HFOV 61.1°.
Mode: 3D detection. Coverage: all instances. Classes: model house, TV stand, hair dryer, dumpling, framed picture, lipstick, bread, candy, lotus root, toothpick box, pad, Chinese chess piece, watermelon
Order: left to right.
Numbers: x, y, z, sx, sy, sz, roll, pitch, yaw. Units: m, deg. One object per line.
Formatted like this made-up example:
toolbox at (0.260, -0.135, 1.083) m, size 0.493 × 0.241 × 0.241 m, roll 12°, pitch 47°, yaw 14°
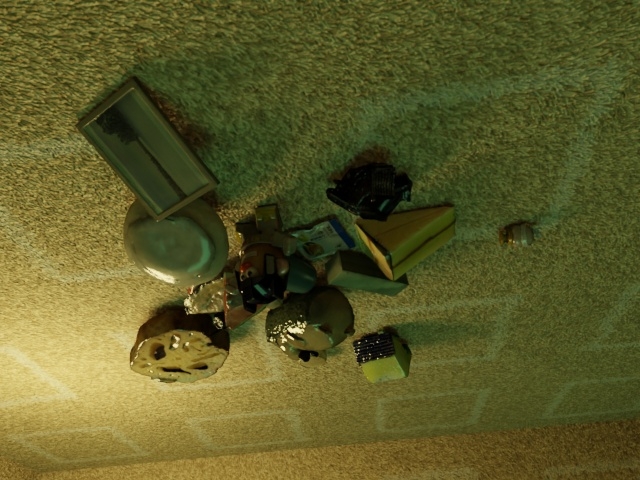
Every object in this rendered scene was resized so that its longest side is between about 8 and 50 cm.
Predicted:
framed picture at (-0.397, -0.197, 1.245) m, size 0.213 × 0.016 × 0.289 m, roll -26°, pitch 113°, yaw 27°
candy at (-0.385, -0.005, 1.464) m, size 0.296 × 0.185 × 0.295 m, roll 3°, pitch 118°, yaw 5°
lotus root at (-0.535, 0.412, 2.040) m, size 0.375 × 0.111 × 0.390 m, roll -18°, pitch 139°, yaw -1°
lipstick at (-0.413, 0.142, 1.793) m, size 0.038 × 0.038 × 0.130 m, roll 8°, pitch 142°, yaw -16°
hair dryer at (-0.344, 0.269, 1.913) m, size 0.195 × 0.050 × 0.173 m, roll -19°, pitch -178°, yaw 40°
dumpling at (-0.297, 0.161, 1.792) m, size 0.332 × 0.086 × 0.166 m, roll -6°, pitch 124°, yaw 4°
watermelon at (-0.228, 0.179, 1.693) m, size 0.146 × 0.128 × 0.231 m, roll -4°, pitch 148°, yaw -12°
pad at (-0.247, 0.290, 1.986) m, size 0.250 × 0.055 × 0.323 m, roll -28°, pitch 161°, yaw 20°
toothpick box at (-0.104, 0.098, 1.700) m, size 0.120 × 0.120 × 0.184 m, roll -33°, pitch 138°, yaw 33°
Chinese chess piece at (-0.034, 0.498, 2.311) m, size 0.122 × 0.051 × 0.122 m, roll -2°, pitch 142°, yaw -2°
TV stand at (0.152, 0.111, 1.758) m, size 0.270 × 0.082 × 0.088 m, roll 15°, pitch 137°, yaw -30°
model house at (0.145, -0.140, 1.423) m, size 0.203 × 0.141 × 0.164 m, roll 4°, pitch 125°, yaw -46°
model house at (0.245, 0.452, 2.236) m, size 0.194 × 0.170 × 0.211 m, roll -18°, pitch 114°, yaw 28°
bread at (0.257, -0.029, 1.631) m, size 0.264 × 0.163 × 0.167 m, roll -34°, pitch 144°, yaw -12°

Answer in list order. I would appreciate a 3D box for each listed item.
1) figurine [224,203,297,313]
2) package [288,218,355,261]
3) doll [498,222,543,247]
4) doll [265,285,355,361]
figurine at (-0.162, 0.057, 1.504) m, size 0.143 × 0.308 × 0.308 m, roll 8°, pitch 142°, yaw -24°
package at (0.000, 0.000, 1.652) m, size 0.173 × 0.027 × 0.171 m, roll -16°, pitch 143°, yaw 20°
doll at (0.618, -0.014, 1.672) m, size 0.127 × 0.073 × 0.084 m, roll -6°, pitch 177°, yaw 9°
doll at (-0.047, 0.284, 1.831) m, size 0.350 × 0.247 × 0.247 m, roll -13°, pitch 148°, yaw 44°
